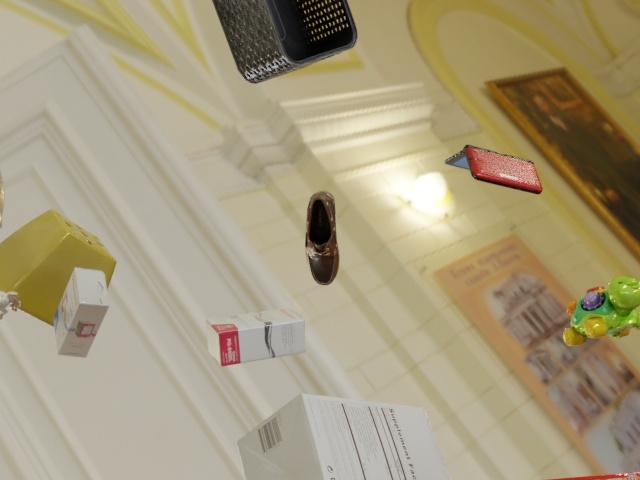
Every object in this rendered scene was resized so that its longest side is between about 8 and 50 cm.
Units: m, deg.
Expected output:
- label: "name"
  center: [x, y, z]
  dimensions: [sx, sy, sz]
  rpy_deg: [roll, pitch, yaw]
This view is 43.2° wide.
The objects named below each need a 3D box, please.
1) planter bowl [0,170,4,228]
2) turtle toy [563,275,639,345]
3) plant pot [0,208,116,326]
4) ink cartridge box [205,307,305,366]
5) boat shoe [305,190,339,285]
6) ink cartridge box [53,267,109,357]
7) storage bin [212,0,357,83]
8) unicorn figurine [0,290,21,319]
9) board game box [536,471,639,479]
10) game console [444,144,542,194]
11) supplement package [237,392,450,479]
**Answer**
- label: "planter bowl"
  center: [-0.461, -0.083, 0.988]
  dimensions: [0.162, 0.162, 0.109]
  rpy_deg: [60, -141, -74]
- label: "turtle toy"
  center: [0.364, 0.087, 1.018]
  dimensions: [0.095, 0.066, 0.130]
  rpy_deg: [-7, -18, -17]
- label: "plant pot"
  center: [-0.580, 0.058, 1.786]
  dimensions: [0.187, 0.212, 0.212]
  rpy_deg: [-52, -50, -1]
- label: "ink cartridge box"
  center: [-0.110, 0.162, 1.378]
  dimensions: [0.150, 0.063, 0.109]
  rpy_deg: [-6, 8, -18]
- label: "boat shoe"
  center: [0.000, 0.000, 1.706]
  dimensions: [0.073, 0.207, 0.073]
  rpy_deg: [-3, 14, 8]
- label: "ink cartridge box"
  center: [-0.394, 0.118, 1.328]
  dimensions: [0.052, 0.088, 0.122]
  rpy_deg: [12, -56, -32]
- label: "storage bin"
  center: [-0.049, -0.280, 0.901]
  dimensions: [0.122, 0.180, 0.084]
  rpy_deg: [-29, 15, -40]
- label: "unicorn figurine"
  center: [-0.653, 0.135, 1.546]
  dimensions: [0.162, 0.060, 0.111]
  rpy_deg: [-38, -8, -37]
- label: "board game box"
  center: [0.414, 0.421, 1.353]
  dimensions: [0.194, 0.045, 0.147]
  rpy_deg: [-1, -19, -10]
- label: "game console"
  center: [0.315, -0.117, 1.484]
  dimensions: [0.144, 0.124, 0.085]
  rpy_deg: [11, -45, -17]
- label: "supplement package"
  center: [0.044, 0.374, 1.314]
  dimensions: [0.293, 0.175, 0.177]
  rpy_deg: [16, -46, -41]
